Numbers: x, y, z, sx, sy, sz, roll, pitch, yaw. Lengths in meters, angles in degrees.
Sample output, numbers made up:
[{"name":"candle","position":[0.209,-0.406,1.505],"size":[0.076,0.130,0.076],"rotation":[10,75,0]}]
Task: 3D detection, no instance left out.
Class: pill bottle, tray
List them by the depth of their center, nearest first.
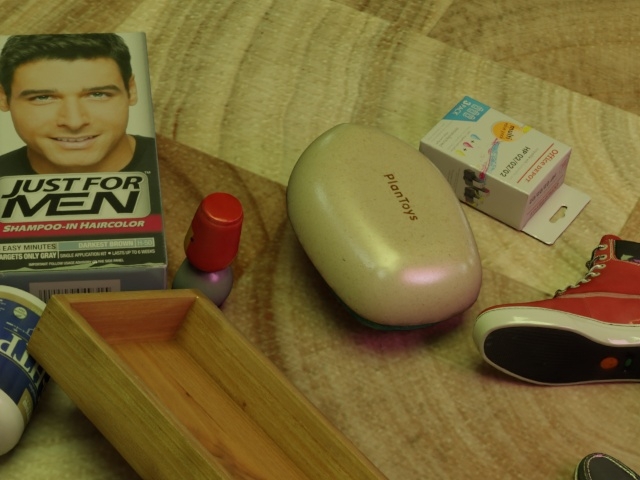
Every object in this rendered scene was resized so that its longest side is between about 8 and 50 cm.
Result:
[{"name":"tray","position":[-0.075,0.197,1.688],"size":[0.203,0.076,0.411],"rotation":[0,37,-51]},{"name":"pill bottle","position":[-0.327,0.144,1.743],"size":[0.112,0.112,0.186],"rotation":[13,46,7]}]

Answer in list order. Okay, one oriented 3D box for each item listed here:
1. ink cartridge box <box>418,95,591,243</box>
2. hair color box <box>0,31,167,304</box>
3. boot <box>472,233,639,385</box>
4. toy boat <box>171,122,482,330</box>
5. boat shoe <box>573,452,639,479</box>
[{"name":"ink cartridge box","position":[0.212,-0.081,2.059],"size":[0.181,0.061,0.104],"rotation":[28,49,20]},{"name":"hair color box","position":[-0.269,-0.066,1.957],"size":[0.185,0.113,0.374],"rotation":[-2,45,-8]},{"name":"boot","position":[0.267,0.062,1.911],"size":[0.244,0.088,0.176],"rotation":[4,44,-14]},{"name":"toy boat","position":[0.000,0.000,1.918],"size":[0.318,0.148,0.267],"rotation":[-6,51,-22]},{"name":"boat shoe","position":[0.319,0.268,1.723],"size":[0.075,0.065,0.206],"rotation":[-20,51,-24]}]
